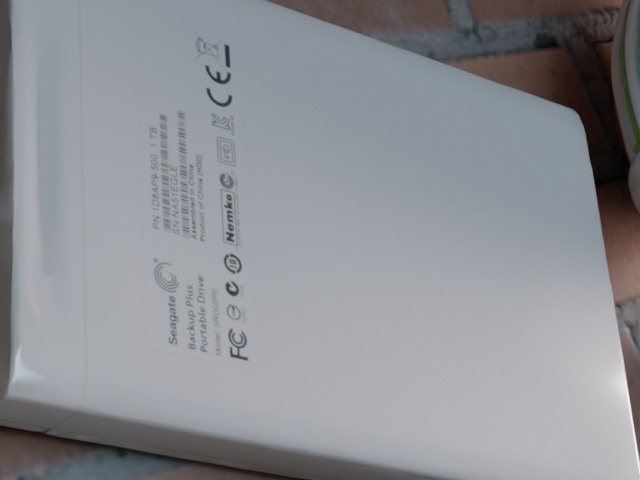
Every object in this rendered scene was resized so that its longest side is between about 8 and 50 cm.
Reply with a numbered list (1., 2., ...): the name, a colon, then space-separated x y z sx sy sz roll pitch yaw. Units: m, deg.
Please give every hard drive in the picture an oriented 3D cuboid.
1. hard drive: 0.000 0.000 0.875 0.353 0.047 0.233 15 58 -34

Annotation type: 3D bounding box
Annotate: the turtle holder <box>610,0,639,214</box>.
1. turtle holder: 0.312 -0.078 1.024 0.320 0.243 0.227 27 65 20
